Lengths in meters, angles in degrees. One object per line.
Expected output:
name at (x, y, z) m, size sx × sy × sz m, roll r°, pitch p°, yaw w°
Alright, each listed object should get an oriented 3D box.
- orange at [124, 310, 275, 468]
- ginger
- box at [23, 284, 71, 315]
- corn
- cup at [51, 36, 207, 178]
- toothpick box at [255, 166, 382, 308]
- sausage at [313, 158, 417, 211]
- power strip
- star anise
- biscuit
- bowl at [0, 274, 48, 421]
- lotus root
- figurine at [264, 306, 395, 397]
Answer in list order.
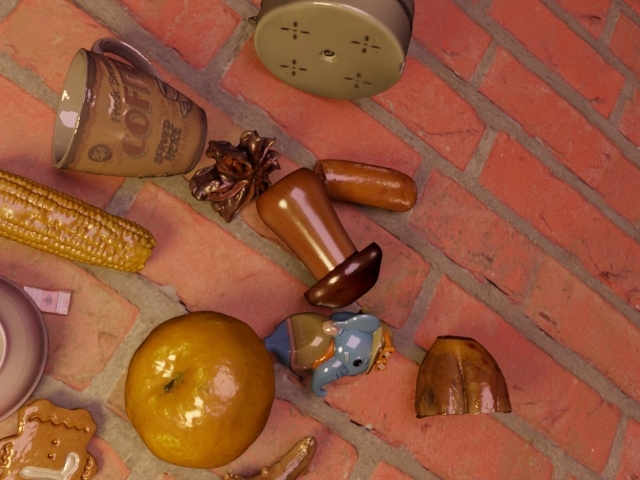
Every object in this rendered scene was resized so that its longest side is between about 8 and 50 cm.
orange at (-0.210, 0.265, 1.187) m, size 0.279 × 0.235 × 0.279 m, roll -6°, pitch 72°, yaw 17°
ginger at (-0.134, 0.496, 1.257) m, size 0.333 × 0.081 × 0.148 m, roll -34°, pitch 97°, yaw -27°
box at (-0.508, 0.111, 1.217) m, size 0.083 × 0.012 × 0.046 m, roll 11°, pitch 72°, yaw -21°
corn at (-0.484, -0.033, 1.206) m, size 0.363 × 0.120 × 0.120 m, roll 20°, pitch 69°, yaw -20°
cup at (-0.366, -0.255, 1.285) m, size 0.257 × 0.227 × 0.301 m, roll 12°, pitch 58°, yaw -35°
toothpick box at (0.000, 0.000, 1.394) m, size 0.192 × 0.192 × 0.294 m, roll -33°, pitch 87°, yaw -28°
sausage at (0.109, -0.128, 1.521) m, size 0.270 × 0.109 × 0.109 m, roll 8°, pitch 74°, yaw -26°
power strip at (0.021, -0.468, 1.438) m, size 0.357 × 0.357 × 0.162 m, roll 19°, pitch 69°, yaw -20°
star anise at (-0.176, -0.135, 1.344) m, size 0.214 × 0.220 × 0.099 m, roll -22°, pitch 61°, yaw -35°
biscuit at (-0.479, 0.402, 1.124) m, size 0.184 × 0.035 × 0.249 m, roll 28°, pitch 69°, yaw -32°
bowl at (-0.597, 0.180, 1.078) m, size 0.286 × 0.144 × 0.287 m, roll 4°, pitch 79°, yaw -23°
lotus root at (0.310, 0.299, 1.451) m, size 0.188 × 0.199 × 0.180 m, roll 5°, pitch 80°, yaw -31°
figurine at (0.023, 0.222, 1.364) m, size 0.262 × 0.154 × 0.180 m, roll -11°, pitch 114°, yaw -1°
